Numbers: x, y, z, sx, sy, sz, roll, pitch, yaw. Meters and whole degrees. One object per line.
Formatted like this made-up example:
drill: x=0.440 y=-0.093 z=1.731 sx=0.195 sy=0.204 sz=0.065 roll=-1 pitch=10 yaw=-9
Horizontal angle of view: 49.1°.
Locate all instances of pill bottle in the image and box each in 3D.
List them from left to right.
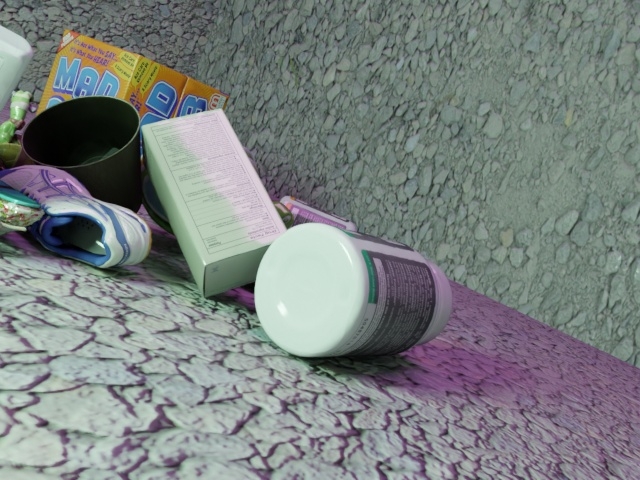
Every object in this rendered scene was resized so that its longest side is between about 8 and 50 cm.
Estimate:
pill bottle: x=0.000 y=0.000 z=1.887 sx=0.278 sy=0.162 sz=0.162 roll=23 pitch=7 yaw=2
pill bottle: x=0.074 y=0.093 z=1.183 sx=0.204 sy=0.204 sz=0.361 roll=26 pitch=8 yaw=35

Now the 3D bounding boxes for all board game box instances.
board game box: x=-0.558 y=-0.351 z=2.044 sx=0.356 sy=0.357 sz=0.356 roll=26 pitch=8 yaw=34

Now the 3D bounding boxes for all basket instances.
basket: x=-0.415 y=-0.135 z=1.309 sx=0.227 sy=0.204 sz=0.154 roll=92 pitch=-22 yaw=-60

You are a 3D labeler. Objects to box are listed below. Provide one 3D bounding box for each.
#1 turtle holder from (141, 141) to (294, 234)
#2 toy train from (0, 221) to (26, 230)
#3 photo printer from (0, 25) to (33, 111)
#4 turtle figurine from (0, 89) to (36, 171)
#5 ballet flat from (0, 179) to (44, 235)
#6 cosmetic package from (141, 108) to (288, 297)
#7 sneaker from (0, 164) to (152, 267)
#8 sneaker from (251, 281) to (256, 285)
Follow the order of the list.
turtle holder: x=-0.233 y=-0.107 z=1.450 sx=0.320 sy=0.243 sz=0.227 roll=59 pitch=-24 yaw=12
toy train: x=-0.497 y=-0.033 z=0.866 sx=0.247 sy=0.105 sz=0.143 roll=22 pitch=18 yaw=-22
photo printer: x=-0.567 y=-0.187 z=0.917 sx=0.256 sy=0.308 sz=0.107 roll=26 pitch=20 yaw=-35
turtle figurine: x=-0.637 y=-0.225 z=1.493 sx=0.266 sy=0.198 sz=0.274 roll=21 pitch=9 yaw=-45
ballet flat: x=-0.490 y=-0.051 z=1.055 sx=0.241 sy=0.077 sz=0.091 roll=24 pitch=6 yaw=42
cosmetic package: x=-0.188 y=-0.073 z=1.225 sx=0.160 sy=0.113 sz=0.310 roll=-17 pitch=62 yaw=-22
sneaker: x=-0.417 y=-0.043 z=1.111 sx=0.296 sy=0.112 sz=0.131 roll=20 pitch=11 yaw=10
sneaker: x=-0.098 y=0.068 z=1.441 sx=0.093 sy=0.088 sz=0.225 roll=46 pitch=14 yaw=17
